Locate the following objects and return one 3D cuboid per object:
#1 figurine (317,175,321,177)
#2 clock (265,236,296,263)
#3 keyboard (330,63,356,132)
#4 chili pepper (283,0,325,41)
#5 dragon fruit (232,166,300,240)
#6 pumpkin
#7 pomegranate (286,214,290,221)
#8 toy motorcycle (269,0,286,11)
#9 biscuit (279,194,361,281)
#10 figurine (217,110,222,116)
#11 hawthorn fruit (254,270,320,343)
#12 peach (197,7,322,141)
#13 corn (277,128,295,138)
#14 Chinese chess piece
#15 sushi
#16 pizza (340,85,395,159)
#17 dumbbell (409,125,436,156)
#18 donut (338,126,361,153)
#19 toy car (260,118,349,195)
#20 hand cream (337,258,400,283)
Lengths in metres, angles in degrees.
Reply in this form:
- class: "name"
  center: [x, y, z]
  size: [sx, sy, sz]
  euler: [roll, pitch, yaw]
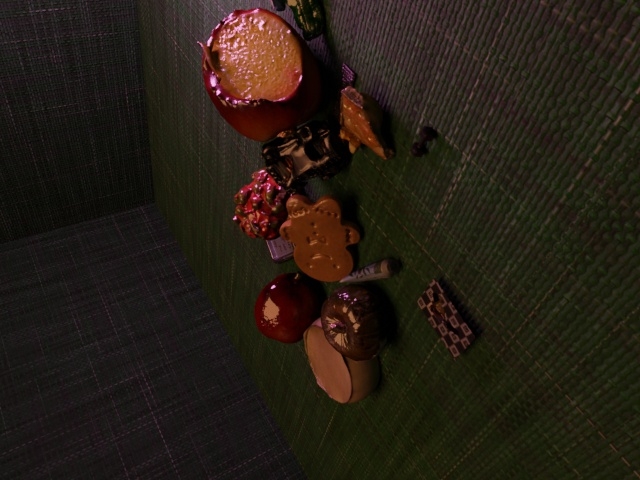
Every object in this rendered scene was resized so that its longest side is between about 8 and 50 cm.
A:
- class: "figurine"
  center: [-0.023, -0.270, 1.777]
  size: [0.187, 0.083, 0.083]
  euler: [35, 138, 28]
- class: "clock"
  center: [-0.177, -0.047, 2.207]
  size: [0.273, 0.049, 0.279]
  euler: [-21, 89, 62]
- class: "keyboard"
  center: [0.065, -0.418, 1.561]
  size: [0.061, 0.013, 0.204]
  euler: [53, 148, 30]
- class: "chili pepper"
  center: [-0.062, -0.692, 1.520]
  size: [0.098, 0.061, 0.224]
  euler: [-24, 103, 33]
- class: "dragon fruit"
  center: [-0.187, -0.144, 1.944]
  size: [0.231, 0.303, 0.237]
  euler: [29, 164, 13]
- class: "pumpkin"
  center: [0.101, 0.267, 1.723]
  size: [0.260, 0.189, 0.261]
  euler: [17, 115, 41]
- class: "pomegranate"
  center: [-0.026, -0.055, 1.822]
  size: [0.220, 0.156, 0.156]
  euler: [5, 112, 50]
- class: "toy motorcycle"
  center: [-0.162, -0.853, 1.600]
  size: [0.198, 0.109, 0.297]
  euler: [-28, 81, 65]
- class: "biscuit"
  center: [0.000, 0.002, 1.745]
  size: [0.275, 0.052, 0.355]
  euler: [5, 129, 14]
- class: "figurine"
  center: [-0.311, -0.578, 1.959]
  size: [0.175, 0.196, 0.265]
  euler: [39, 119, 47]
- class: "hawthorn fruit"
  center: [-0.124, 0.254, 2.100]
  size: [0.265, 0.265, 0.307]
  euler: [50, 128, 34]
- class: "peach"
  center: [-0.172, -0.485, 1.616]
  size: [0.406, 0.335, 0.310]
  euler: [50, 176, 18]
- class: "corn"
  center: [-0.161, -0.462, 1.878]
  size: [0.238, 0.080, 0.080]
  euler: [67, 153, 10]
- class: "Chinese chess piece"
  center: [0.076, 0.438, 1.964]
  size: [0.338, 0.140, 0.338]
  euler: [38, 139, 43]
- class: "sushi"
  center: [0.350, 0.211, 1.431]
  size: [0.201, 0.031, 0.139]
  euler: [60, 152, 27]
- class: "pizza"
  center: [0.139, -0.322, 1.435]
  size: [0.204, 0.080, 0.188]
  euler: [46, 169, 22]
- class: "dumbbell"
  center: [0.253, -0.245, 1.305]
  size: [0.036, 0.040, 0.083]
  euler: [32, 145, 4]
- class: "donut"
  center: [0.086, -0.297, 1.553]
  size: [0.083, 0.067, 0.038]
  euler: [22, 155, 13]
- class: "toy car"
  center: [-0.045, -0.267, 1.681]
  size: [0.301, 0.118, 0.193]
  euler: [-19, 107, 35]
- class: "hand cream"
  center: [0.153, 0.103, 1.668]
  size: [0.271, 0.091, 0.058]
  euler: [-22, 92, 59]
